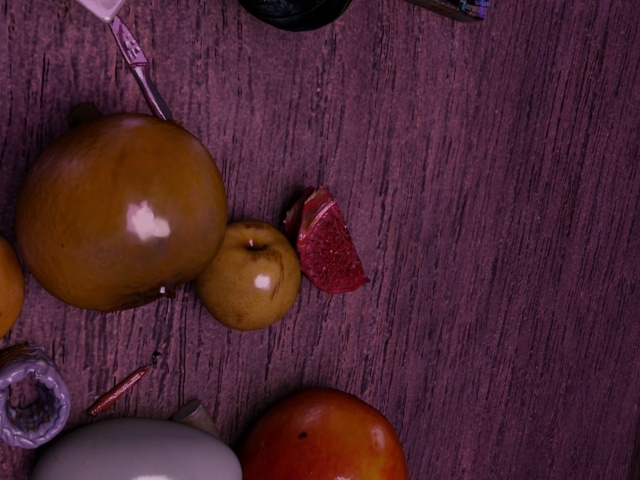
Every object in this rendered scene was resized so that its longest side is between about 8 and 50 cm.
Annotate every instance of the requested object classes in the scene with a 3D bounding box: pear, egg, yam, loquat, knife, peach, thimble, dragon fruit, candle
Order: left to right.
[{"bbox_3d":[-0.540,0.069,1.002,0.208,0.208,0.208,-10,109,-33],"label":"loquat"},{"bbox_3d":[-0.488,0.256,1.145,0.127,0.118,0.151,-26,117,-24],"label":"thimble"},{"bbox_3d":[-0.309,-0.064,1.082,0.328,0.328,0.360,-16,72,-31],"label":"loquat"},{"bbox_3d":[-0.363,0.270,1.297,0.167,0.021,0.026,-41,132,-21],"label":"candle"},{"bbox_3d":[-0.320,0.433,1.231,0.370,0.230,0.230,6,100,-24],"label":"egg"},{"bbox_3d":[-0.304,-0.290,1.183,0.035,0.018,0.247,-34,119,-20],"label":"knife"},{"bbox_3d":[-0.239,0.402,1.387,0.078,0.078,0.179,-32,118,-24],"label":"yam"},{"bbox_3d":[-0.135,0.070,1.294,0.208,0.209,0.209,-10,109,-33],"label":"pear"},{"bbox_3d":[-0.011,0.003,1.407,0.126,0.161,0.274,-30,133,-7],"label":"dragon fruit"},{"bbox_3d":[-0.001,0.484,1.407,0.388,0.388,0.389,-10,109,-33],"label":"peach"}]

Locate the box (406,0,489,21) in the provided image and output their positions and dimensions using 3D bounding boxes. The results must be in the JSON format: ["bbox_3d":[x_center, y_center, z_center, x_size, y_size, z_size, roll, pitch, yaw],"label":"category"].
[{"bbox_3d":[0.291,-0.643,1.461,0.198,0.084,0.310,5,100,-36],"label":"box"}]

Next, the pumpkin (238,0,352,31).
[{"bbox_3d":[-0.031,-0.502,1.149,0.315,0.238,0.315,-45,143,-50],"label":"pumpkin"}]

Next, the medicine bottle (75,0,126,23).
[{"bbox_3d":[-0.286,-0.541,0.987,0.235,0.235,0.406,37,79,-36],"label":"medicine bottle"}]
